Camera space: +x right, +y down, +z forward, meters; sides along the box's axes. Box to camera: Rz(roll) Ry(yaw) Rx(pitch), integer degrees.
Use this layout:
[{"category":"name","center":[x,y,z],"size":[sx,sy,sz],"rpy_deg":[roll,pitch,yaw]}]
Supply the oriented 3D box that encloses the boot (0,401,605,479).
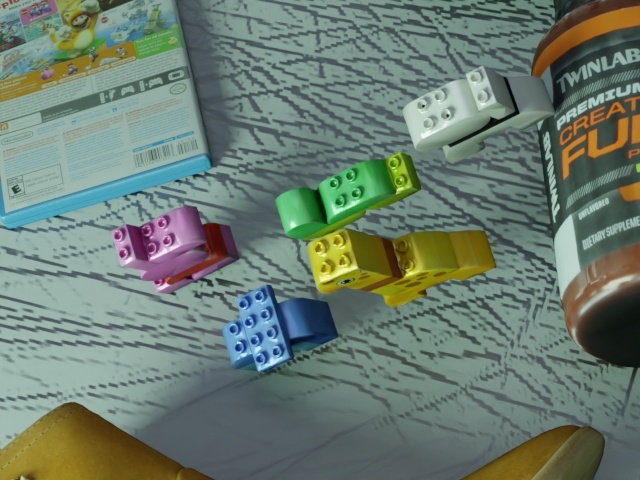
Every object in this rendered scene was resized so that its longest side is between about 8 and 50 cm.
[{"category":"boot","center":[-0.042,0.132,0.715],"size":[0.295,0.104,0.211],"rpy_deg":[-44,61,-8]}]

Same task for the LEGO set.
[{"category":"LEGO set","center":[0.000,0.000,0.750],"size":[0.227,0.093,0.087],"rpy_deg":[-25,72,23]}]

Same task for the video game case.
[{"category":"video game case","center":[-0.133,-0.093,0.915],"size":[0.119,0.015,0.166],"rpy_deg":[-17,59,3]}]

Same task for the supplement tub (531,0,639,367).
[{"category":"supplement tub","center":[0.156,-0.046,0.772],"size":[0.106,0.106,0.198],"rpy_deg":[-8,59,7]}]
